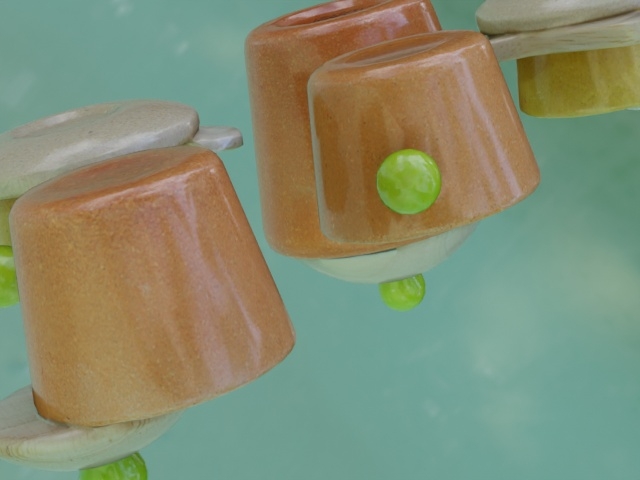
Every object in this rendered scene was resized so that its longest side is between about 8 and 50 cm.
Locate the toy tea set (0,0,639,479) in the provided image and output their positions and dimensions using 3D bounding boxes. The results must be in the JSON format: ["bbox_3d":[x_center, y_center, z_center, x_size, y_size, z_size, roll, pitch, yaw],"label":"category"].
[{"bbox_3d":[0.000,0.000,0.621,0.336,0.200,0.124,-28,110,-44],"label":"toy tea set"}]
